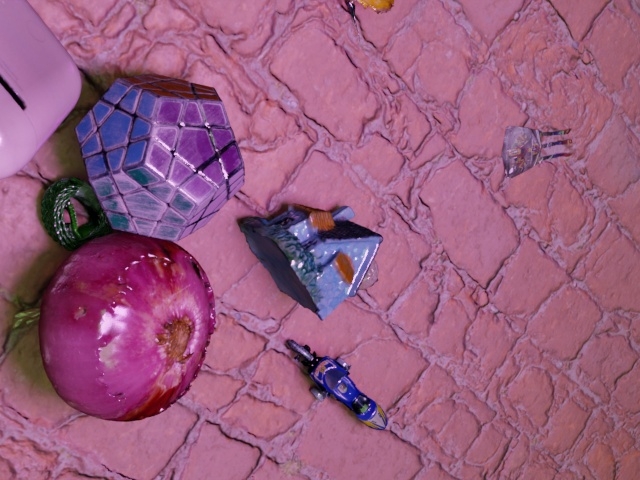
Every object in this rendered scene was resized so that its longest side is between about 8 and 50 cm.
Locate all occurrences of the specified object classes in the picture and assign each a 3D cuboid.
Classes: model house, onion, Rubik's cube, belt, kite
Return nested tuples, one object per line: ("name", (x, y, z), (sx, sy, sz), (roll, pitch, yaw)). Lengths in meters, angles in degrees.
("model house", (0.000, 0.000, 1.532), (0.241, 0.261, 0.226), (-36, 117, -15))
("onion", (-0.370, 0.150, 1.360), (0.358, 0.345, 0.358), (-20, 124, -33))
("Rubik's cube", (-0.289, -0.155, 1.318), (0.319, 0.319, 0.264), (-62, 149, -1))
("belt", (-0.473, -0.052, 1.379), (0.121, 0.079, 0.151), (-34, 128, -28))
("kite", (0.587, -0.249, 1.923), (0.245, 0.015, 0.141), (-12, 111, -24))

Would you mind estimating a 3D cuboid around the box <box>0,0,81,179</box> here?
("box", (-0.539, -0.275, 1.147), (0.141, 0.349, 0.289), (-22, 120, 21))

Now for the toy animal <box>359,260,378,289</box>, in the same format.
("toy animal", (0.075, 0.071, 1.706), (0.098, 0.137, 0.098), (18, 90, -72))

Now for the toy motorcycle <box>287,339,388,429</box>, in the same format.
("toy motorcycle", (0.045, 0.347, 1.702), (0.113, 0.169, 0.315), (-49, 119, -10))

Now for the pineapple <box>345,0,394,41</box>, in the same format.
("pineapple", (0.044, -0.605, 1.490), (0.334, 0.158, 0.161), (37, 46, -34))
